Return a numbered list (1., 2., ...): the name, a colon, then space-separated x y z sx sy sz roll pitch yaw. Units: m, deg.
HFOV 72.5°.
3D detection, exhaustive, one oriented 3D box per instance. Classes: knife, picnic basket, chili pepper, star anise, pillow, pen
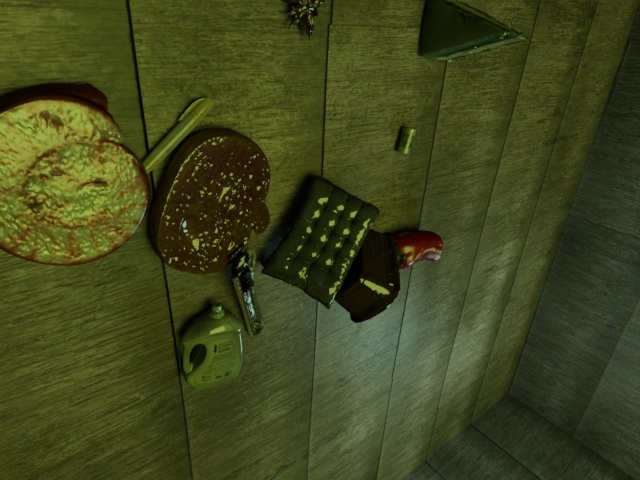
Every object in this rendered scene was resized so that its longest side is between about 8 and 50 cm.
1. knife: -0.197 0.164 1.249 0.089 0.043 0.365 -32 141 -28
2. picnic basket: 0.126 0.089 1.359 0.129 0.296 0.222 31 129 -27
3. chili pepper: 0.307 0.033 1.599 0.338 0.134 0.131 -10 129 -39
4. star anise: -0.047 -0.548 1.008 0.129 0.056 0.124 16 102 -46
5. pillow: 0.000 0.000 1.253 0.228 0.101 0.326 28 92 -6
6. pen: -0.322 -0.232 0.958 0.040 0.032 0.233 45 80 -23

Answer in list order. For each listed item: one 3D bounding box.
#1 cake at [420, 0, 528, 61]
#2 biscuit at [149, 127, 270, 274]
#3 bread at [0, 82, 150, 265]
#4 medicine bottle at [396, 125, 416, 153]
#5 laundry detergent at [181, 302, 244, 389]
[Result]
1. cake: 0.436 -0.580 1.283 0.158 0.283 0.172 -16 139 -35
2. biscuit: -0.252 -0.087 1.082 0.314 0.063 0.367 12 105 -49
3. bread: -0.488 -0.109 0.815 0.295 0.114 0.327 -34 133 -24
4. medicine bottle: 0.282 -0.330 1.438 0.047 0.047 0.083 -4 116 -41
5. laundry detergent: -0.300 0.289 1.228 0.181 0.091 0.253 -9 119 -33
